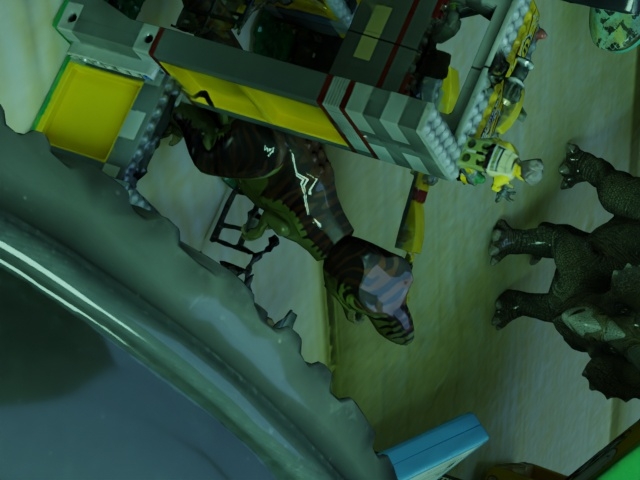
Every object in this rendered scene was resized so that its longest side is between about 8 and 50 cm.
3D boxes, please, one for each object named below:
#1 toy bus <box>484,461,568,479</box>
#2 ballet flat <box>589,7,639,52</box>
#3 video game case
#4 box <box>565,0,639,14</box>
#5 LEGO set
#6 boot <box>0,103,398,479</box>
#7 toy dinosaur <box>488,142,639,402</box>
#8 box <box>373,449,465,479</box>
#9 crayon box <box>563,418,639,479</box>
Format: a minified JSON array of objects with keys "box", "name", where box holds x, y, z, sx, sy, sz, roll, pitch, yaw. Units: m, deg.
[{"box":[0.153,0.264,1.335,0.191,0.104,0.202,-52,148,-37],"name":"toy bus"},{"box":[0.221,-0.215,1.229,0.188,0.070,0.070,-62,154,-25],"name":"ballet flat"},{"box":[-0.022,0.126,0.685,0.119,0.015,0.166,-17,158,-51],"name":"video game case"},{"box":[0.183,-0.234,1.062,0.207,0.108,0.153,-31,133,-56],"name":"box"},{"box":[0.000,0.000,0.731,0.331,0.192,0.255,-62,154,-20],"name":"LEGO set"},{"box":[-0.202,0.153,0.355,0.367,0.146,0.445,39,62,-28],"name":"boot"},{"box":[0.215,0.011,1.231,0.313,0.160,0.121,-43,143,-45],"name":"toy dinosaur"},{"box":[-0.007,0.188,0.975,0.232,0.087,0.058,-30,130,-55],"name":"box"},{"box":[0.191,0.173,1.069,0.313,0.106,0.363,-39,171,-7],"name":"crayon box"}]
